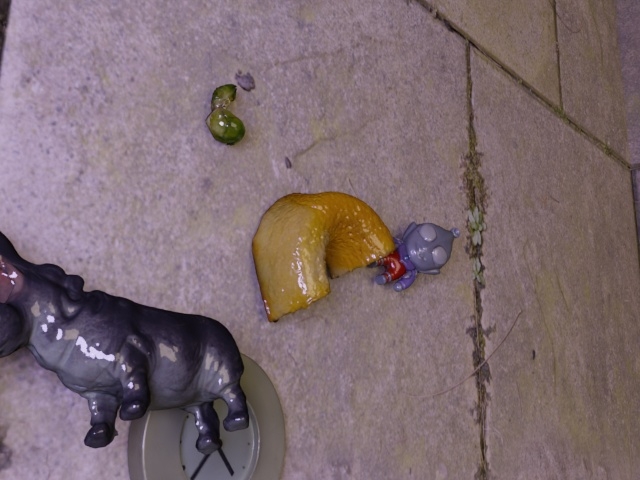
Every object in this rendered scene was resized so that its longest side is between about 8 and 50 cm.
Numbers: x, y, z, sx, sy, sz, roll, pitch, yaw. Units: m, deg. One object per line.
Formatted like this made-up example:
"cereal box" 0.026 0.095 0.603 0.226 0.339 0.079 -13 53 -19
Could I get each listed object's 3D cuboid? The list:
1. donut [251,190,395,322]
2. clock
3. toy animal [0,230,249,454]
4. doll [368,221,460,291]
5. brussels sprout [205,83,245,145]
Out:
"donut" -0.005 -0.002 1.070 0.259 0.101 0.152 -32 99 -44
"clock" -0.131 0.248 0.906 0.235 0.029 0.235 15 71 -49
"toy animal" -0.215 0.107 0.736 0.343 0.106 0.168 32 34 -33
"doll" 0.170 0.018 1.281 0.227 0.075 0.102 -20 86 -38
"brussels sprout" -0.130 -0.172 1.002 0.051 0.046 0.083 4 68 -45
